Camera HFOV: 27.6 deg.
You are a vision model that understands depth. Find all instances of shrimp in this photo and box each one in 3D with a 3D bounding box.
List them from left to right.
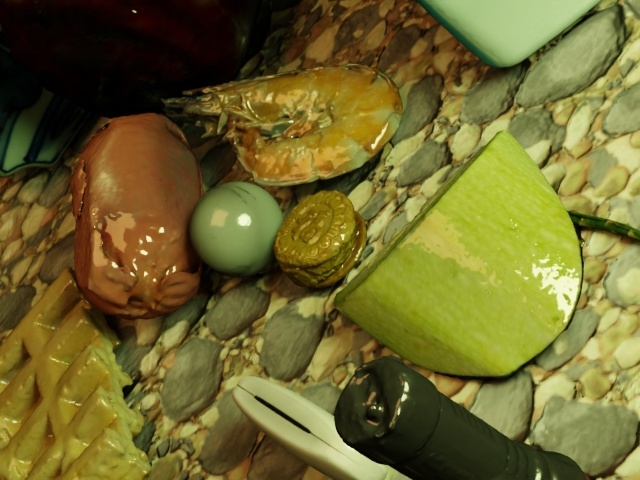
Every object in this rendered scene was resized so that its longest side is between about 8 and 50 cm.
[{"bbox_3d":[-0.055,-0.123,1.429,0.317,0.062,0.164,3,50,31],"label":"shrimp"}]

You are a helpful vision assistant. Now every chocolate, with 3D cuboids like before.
[{"bbox_3d":[-0.213,-0.315,1.593,0.384,0.384,0.331,-22,62,34],"label":"chocolate"}]

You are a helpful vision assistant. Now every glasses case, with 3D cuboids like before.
[{"bbox_3d":[-0.013,0.172,1.176,0.193,0.074,0.049,22,75,51],"label":"glasses case"}]

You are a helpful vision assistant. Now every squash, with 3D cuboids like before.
[{"bbox_3d":[0.131,0.038,1.174,0.237,0.155,0.204,-49,0,15],"label":"squash"}]

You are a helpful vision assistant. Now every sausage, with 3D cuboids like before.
[{"bbox_3d":[-0.206,-0.031,1.474,0.152,0.152,0.279,-34,41,22],"label":"sausage"}]

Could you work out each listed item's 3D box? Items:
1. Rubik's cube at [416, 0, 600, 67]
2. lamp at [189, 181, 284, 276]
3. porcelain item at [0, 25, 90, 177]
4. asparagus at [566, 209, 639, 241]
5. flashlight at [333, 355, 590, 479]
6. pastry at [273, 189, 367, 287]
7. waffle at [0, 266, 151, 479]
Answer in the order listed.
[{"bbox_3d":[0.151,-0.427,1.261,0.352,0.347,0.351,-45,38,11],"label":"Rubik's cube"},{"bbox_3d":[-0.088,-0.011,1.377,0.105,0.105,0.105,-27,44,29],"label":"lamp"},{"bbox_3d":[-0.441,-0.250,1.792,0.281,0.286,0.157,-56,32,-8],"label":"porcelain item"},{"bbox_3d":[0.247,-0.009,1.101,0.016,0.016,0.163,-36,32,-24],"label":"asparagus"},{"bbox_3d":[0.106,0.160,0.931,0.093,0.232,0.093,-27,46,31],"label":"flashlight"},{"bbox_3d":[0.000,0.000,1.319,0.109,0.057,0.097,5,59,45],"label":"pastry"},{"bbox_3d":[-0.323,0.235,1.446,0.304,0.077,0.348,-47,36,12],"label":"waffle"}]
